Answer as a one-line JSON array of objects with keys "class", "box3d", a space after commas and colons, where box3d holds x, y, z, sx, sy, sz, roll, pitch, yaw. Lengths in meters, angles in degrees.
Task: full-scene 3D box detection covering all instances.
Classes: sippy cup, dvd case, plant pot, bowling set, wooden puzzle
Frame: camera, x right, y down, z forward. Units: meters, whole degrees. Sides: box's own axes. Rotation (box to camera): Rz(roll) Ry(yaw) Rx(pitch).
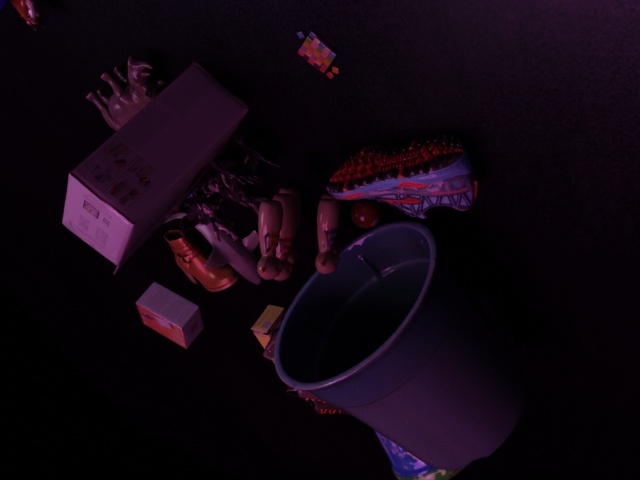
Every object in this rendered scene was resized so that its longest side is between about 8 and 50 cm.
[{"class": "sippy cup", "box3d": [0.205, 0.372, 1.441, 0.306, 0.240, 0.224, -27, 102, 46]}, {"class": "dvd case", "box3d": [0.298, 0.147, 1.231, 0.087, 0.013, 0.119, -1, 133, 45]}, {"class": "plant pot", "box3d": [0.157, 0.201, 1.144, 0.334, 0.341, 0.341, 44, 148, -22]}, {"class": "bowling set", "box3d": [0.000, 0.000, 1.144, 0.200, 0.287, 0.154, 5, 101, 7]}, {"class": "wooden puzzle", "box3d": [-0.004, -0.274, 0.974, 0.083, 0.006, 0.049, 40, 149, -5]}]

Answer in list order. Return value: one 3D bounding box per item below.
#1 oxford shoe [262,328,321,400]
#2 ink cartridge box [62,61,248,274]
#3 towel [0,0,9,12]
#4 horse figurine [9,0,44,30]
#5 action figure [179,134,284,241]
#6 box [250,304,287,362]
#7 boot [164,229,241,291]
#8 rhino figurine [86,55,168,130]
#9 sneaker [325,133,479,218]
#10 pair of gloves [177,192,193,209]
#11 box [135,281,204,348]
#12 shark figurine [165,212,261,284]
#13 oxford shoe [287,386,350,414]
[{"class": "oxford shoe", "box3d": [0.018, 0.349, 1.627, 0.364, 0.132, 0.130, 43, 178, -1]}, {"class": "ink cartridge box", "box3d": [-0.300, -0.119, 1.181, 0.130, 0.309, 0.272, 40, 148, -5]}, {"class": "towel", "box3d": [-0.632, -0.490, 1.139, 0.308, 0.076, 0.227, -27, 109, 41]}, {"class": "horse figurine", "box3d": [-0.613, -0.507, 1.213, 0.263, 0.066, 0.174, 22, 140, 18]}, {"class": "action figure", "box3d": [-0.174, -0.074, 1.269, 0.141, 0.164, 0.276, 44, 143, -2]}, {"class": "box", "box3d": [-0.090, 0.274, 1.713, 0.058, 0.087, 0.232, 9, 138, 38]}, {"class": "boot", "box3d": [-0.296, 0.045, 1.629, 0.197, 0.073, 0.152, 3, 131, 39]}, {"class": "rhino figurine", "box3d": [-0.359, -0.279, 1.257, 0.106, 0.073, 0.243, 50, 145, -14]}, {"class": "sneaker", "box3d": [0.121, -0.075, 1.025, 0.262, 0.104, 0.125, -1, 135, 46]}, {"class": "pair of gloves", "box3d": [-0.357, -0.139, 1.489, 0.159, 0.023, 0.198, 42, 149, -12]}, {"class": "box", "box3d": [-0.450, 0.225, 1.998, 0.171, 0.091, 0.130, 26, 147, 17]}, {"class": "shark figurine", "box3d": [-0.249, 0.008, 1.495, 0.278, 0.116, 0.166, 34, 147, 0]}, {"class": "oxford shoe", "box3d": [0.037, 0.439, 1.794, 0.272, 0.098, 0.096, 25, 147, 19]}]
